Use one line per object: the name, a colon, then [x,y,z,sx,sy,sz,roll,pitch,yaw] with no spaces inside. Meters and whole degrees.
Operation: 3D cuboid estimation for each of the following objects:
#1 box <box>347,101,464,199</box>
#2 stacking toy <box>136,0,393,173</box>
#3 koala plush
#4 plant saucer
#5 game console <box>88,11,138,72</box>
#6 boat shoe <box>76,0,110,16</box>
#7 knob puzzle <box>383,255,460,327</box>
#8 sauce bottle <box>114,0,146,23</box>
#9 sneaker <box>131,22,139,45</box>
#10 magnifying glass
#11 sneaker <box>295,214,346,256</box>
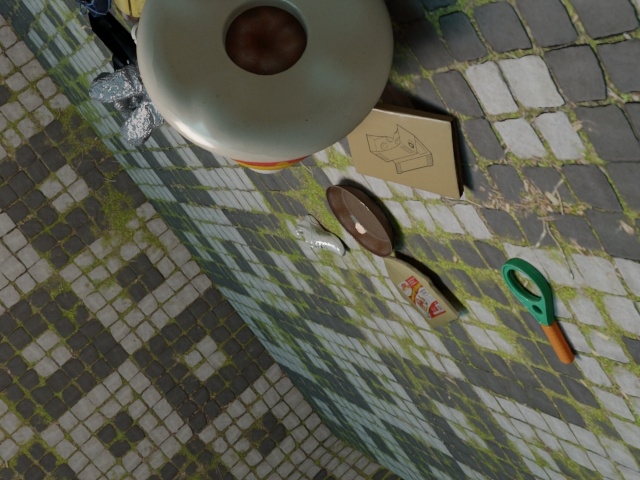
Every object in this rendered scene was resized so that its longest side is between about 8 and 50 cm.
box: [0.132,-0.152,1.340,0.201,0.021,0.164,18,146,30]
stacking toy: [-0.077,-0.224,1.312,0.350,0.350,0.480,45,169,10]
koala plush: [-0.417,-0.381,2.053,0.196,0.203,0.221,56,-155,-17]
plant saucer: [0.091,-0.049,1.753,0.198,0.036,0.198,43,162,18]
game console: [-0.567,-0.513,2.361,0.213,0.044,0.361,48,163,7]
boat shoe: [-0.596,-0.639,2.067,0.109,0.089,0.258,46,163,10]
knob puzzle: [0.213,0.099,1.787,0.213,0.030,0.213,43,163,16]
sauce bottle: [-0.369,-0.563,1.639,0.111,0.111,0.344,47,162,5]
sneaker: [-0.341,-0.391,1.760,0.170,0.063,0.075,59,167,-16]
magnifying glass: [0.383,0.124,1.428,0.231,0.026,0.092,55,162,-23]
sneaker: [0.000,0.000,2.047,0.152,0.061,0.053,38,159,27]
